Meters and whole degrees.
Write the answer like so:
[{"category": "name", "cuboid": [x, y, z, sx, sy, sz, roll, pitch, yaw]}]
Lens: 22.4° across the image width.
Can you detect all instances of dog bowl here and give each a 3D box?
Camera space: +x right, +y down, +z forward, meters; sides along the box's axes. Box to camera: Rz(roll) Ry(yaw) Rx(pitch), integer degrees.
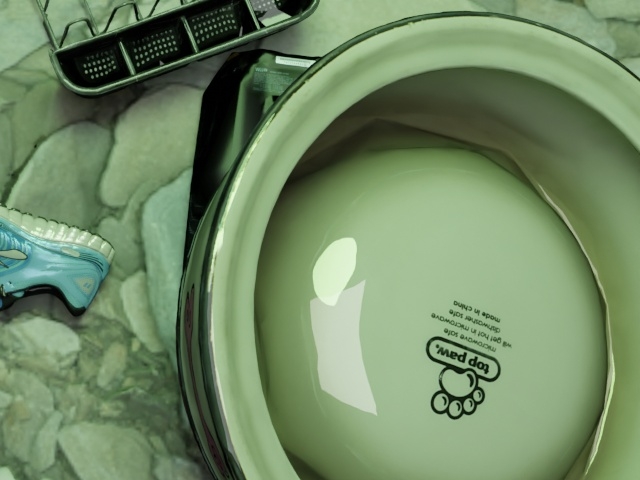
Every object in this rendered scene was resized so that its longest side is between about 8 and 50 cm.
[{"category": "dog bowl", "cuboid": [0.087, 0.064, 1.066, 0.408, 0.150, 0.408, 5, 79, -25]}]

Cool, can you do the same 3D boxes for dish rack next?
[{"category": "dish rack", "cuboid": [-0.144, -0.252, 1.225, 0.208, 0.074, 0.271, -21, 84, -13]}]

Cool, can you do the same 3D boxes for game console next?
[{"category": "game console", "cuboid": [0.080, -0.022, 1.236, 0.361, 0.044, 0.213, 7, 80, -8]}]

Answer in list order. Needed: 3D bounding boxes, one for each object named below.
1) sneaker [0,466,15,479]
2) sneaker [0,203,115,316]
[{"category": "sneaker", "cuboid": [-0.233, 0.230, 1.131, 0.070, 0.051, 0.134, -11, 86, -16]}, {"category": "sneaker", "cuboid": [-0.234, 0.013, 1.167, 0.162, 0.063, 0.073, 16, 81, -6]}]
